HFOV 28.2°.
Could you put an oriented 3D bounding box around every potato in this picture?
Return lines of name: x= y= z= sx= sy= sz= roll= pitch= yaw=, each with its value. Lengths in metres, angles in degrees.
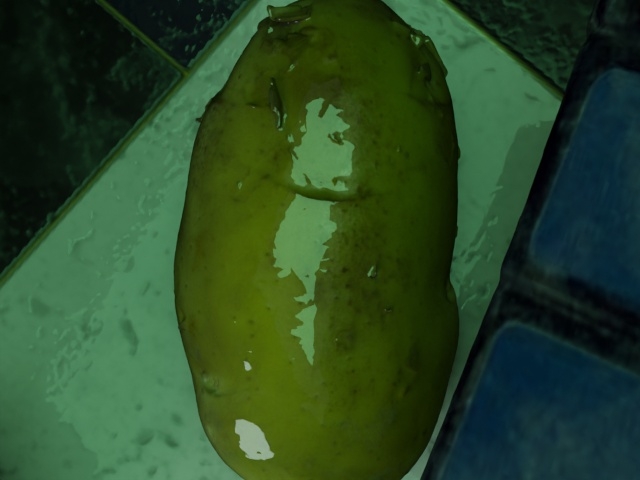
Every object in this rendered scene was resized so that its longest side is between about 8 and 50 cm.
potato: x=0.000 y=0.000 z=0.760 sx=0.173 sy=0.140 sz=0.300 roll=3 pitch=88 yaw=-4

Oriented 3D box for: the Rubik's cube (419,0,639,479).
Rubik's cube: x=0.308 y=0.044 z=0.555 sx=0.363 sy=0.359 sz=0.362 roll=23 pitch=97 yaw=41
